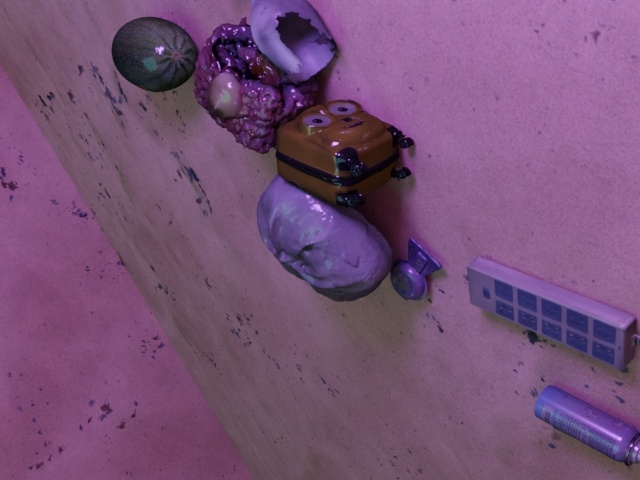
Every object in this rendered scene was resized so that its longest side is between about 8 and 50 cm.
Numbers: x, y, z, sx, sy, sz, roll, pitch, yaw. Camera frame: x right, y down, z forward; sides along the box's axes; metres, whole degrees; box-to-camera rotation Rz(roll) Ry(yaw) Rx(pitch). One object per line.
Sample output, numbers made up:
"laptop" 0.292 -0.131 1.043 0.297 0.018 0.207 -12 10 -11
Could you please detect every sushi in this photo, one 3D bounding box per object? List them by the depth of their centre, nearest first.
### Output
"sushi" -0.135 -0.321 1.597 0.270 0.236 0.171 49 142 17

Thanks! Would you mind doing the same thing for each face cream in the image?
"face cream" 0.530 0.362 1.474 0.229 0.075 0.075 27 140 40

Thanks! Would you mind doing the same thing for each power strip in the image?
"power strip" 0.416 0.127 1.432 0.367 0.043 0.106 24 137 43

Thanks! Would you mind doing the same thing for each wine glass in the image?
"wine glass" -0.104 -0.461 1.502 0.321 0.143 0.143 49 150 6

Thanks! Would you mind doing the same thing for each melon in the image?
"melon" -0.421 -0.466 1.908 0.288 0.182 0.182 26 139 44

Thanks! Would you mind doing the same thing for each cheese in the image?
"cheese" 0.203 0.073 1.688 0.105 0.042 0.191 43 146 17

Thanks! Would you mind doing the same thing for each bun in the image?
"bun" -0.004 -0.003 1.671 0.354 0.194 0.354 40 175 5

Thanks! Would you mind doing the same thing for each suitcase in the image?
"suitcase" 0.040 -0.181 1.509 0.235 0.194 0.143 27 133 33
